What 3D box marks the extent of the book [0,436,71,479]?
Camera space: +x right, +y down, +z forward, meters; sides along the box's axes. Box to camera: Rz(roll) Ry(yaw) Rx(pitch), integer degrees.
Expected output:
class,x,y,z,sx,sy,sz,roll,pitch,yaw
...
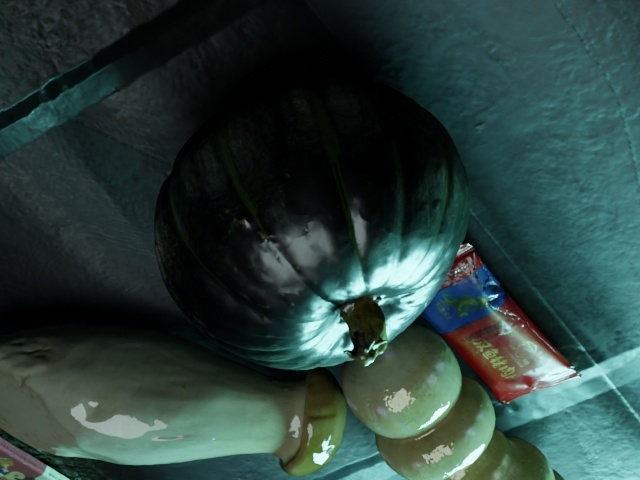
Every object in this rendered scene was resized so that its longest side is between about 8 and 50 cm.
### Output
class,x,y,z,sx,sy,sz,roll,pitch,yaw
book,-0.298,0.296,1.434,0.162,0.022,0.232,-35,119,30

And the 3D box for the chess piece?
class,x,y,z,sx,sy,sz,roll,pitch,yaw
chess piece,0.110,0.184,1.235,0.143,0.142,0.261,-24,120,24

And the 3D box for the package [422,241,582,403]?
class,x,y,z,sx,sy,sz,roll,pitch,yaw
package,0.145,0.077,1.204,0.083,0.022,0.200,-27,125,25

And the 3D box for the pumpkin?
class,x,y,z,sx,sy,sz,roll,pitch,yaw
pumpkin,0.000,0.000,1.032,0.250,0.216,0.250,-20,155,-10

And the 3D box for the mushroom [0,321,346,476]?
class,x,y,z,sx,sy,sz,roll,pitch,yaw
mushroom,-0.149,0.142,1.225,0.350,0.128,0.128,10,131,-9
